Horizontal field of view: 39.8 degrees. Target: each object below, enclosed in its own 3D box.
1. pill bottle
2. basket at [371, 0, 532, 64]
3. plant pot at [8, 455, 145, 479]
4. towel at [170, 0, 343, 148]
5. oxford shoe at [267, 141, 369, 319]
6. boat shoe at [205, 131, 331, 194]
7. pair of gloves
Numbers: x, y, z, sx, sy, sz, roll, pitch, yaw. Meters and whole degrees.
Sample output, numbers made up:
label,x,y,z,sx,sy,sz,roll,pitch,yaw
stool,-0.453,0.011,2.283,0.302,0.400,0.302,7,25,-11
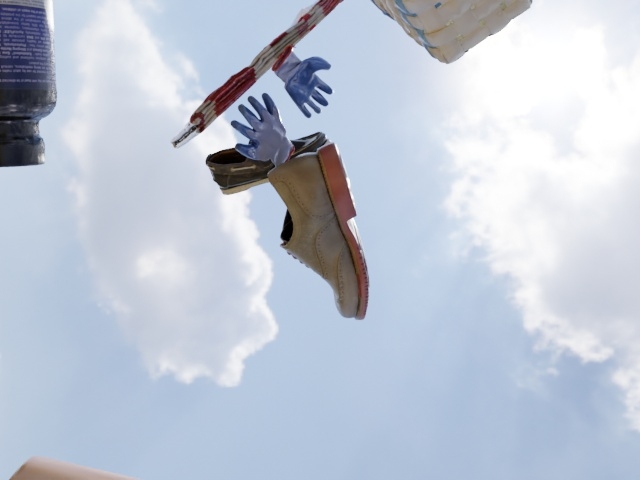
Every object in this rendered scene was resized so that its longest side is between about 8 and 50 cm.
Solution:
label,x,y,z,sx,sy,sz,roll,pitch,yaw
pill bottle,-0.323,-0.183,0.866,0.123,0.123,0.219,11,-76,55
basket,0.121,-0.373,1.061,0.201,0.255,0.289,-37,-126,11
plant pot,-0.094,0.208,0.450,0.205,0.188,0.205,-64,-178,4
towel,-0.109,-0.279,1.432,0.037,0.329,0.237,47,-13,-11
oxford shoe,0.000,0.000,1.432,0.123,0.130,0.348,-106,-179,-54
boat shoe,-0.093,-0.146,1.525,0.233,0.084,0.079,-15,-63,27
pair of gloves,-0.054,-0.202,1.333,0.023,0.159,0.198,30,-95,31
